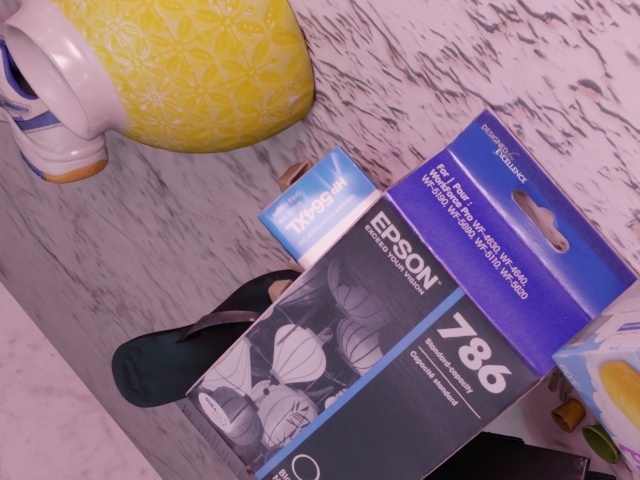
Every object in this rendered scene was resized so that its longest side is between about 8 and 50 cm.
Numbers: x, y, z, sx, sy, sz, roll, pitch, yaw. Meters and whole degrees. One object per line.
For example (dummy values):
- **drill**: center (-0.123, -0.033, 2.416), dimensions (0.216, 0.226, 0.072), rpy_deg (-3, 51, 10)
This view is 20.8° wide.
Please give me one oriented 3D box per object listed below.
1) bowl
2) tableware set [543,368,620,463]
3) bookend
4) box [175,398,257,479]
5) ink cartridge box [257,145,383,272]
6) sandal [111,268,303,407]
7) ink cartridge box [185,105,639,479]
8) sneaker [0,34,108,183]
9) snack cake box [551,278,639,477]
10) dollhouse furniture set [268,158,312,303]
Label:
- **bowl**: center (-0.157, -0.170, 1.384), dimensions (0.289, 0.156, 0.289), rpy_deg (46, 162, 19)
- **tableware set**: center (0.193, 0.110, 1.291), dimensions (0.104, 0.024, 0.154), rpy_deg (44, 161, 22)
- **bookend**: center (0.173, 0.197, 1.373), dimensions (0.157, 0.072, 0.156), rpy_deg (8, 175, 39)
- **box**: center (-0.036, 0.198, 1.875), dimensions (0.231, 0.127, 0.262), rpy_deg (49, 163, 8)
- **ink cartridge box**: center (0.055, 0.037, 1.332), dimensions (0.203, 0.086, 0.148), rpy_deg (49, 179, 8)
- **sandal**: center (-0.098, 0.107, 1.705), dimensions (0.097, 0.254, 0.054), rpy_deg (64, -155, 0)
- **ink cartridge box**: center (0.054, 0.073, 1.207), dimensions (0.165, 0.065, 0.333), rpy_deg (49, 127, 8)
- **sneaker**: center (-0.325, -0.186, 1.909), dimensions (0.296, 0.112, 0.131), rpy_deg (36, 140, 36)
- **snack cake box**: center (0.273, 0.144, 1.049), dimensions (0.264, 0.089, 0.152), rpy_deg (53, 162, -6)
- **dollhouse furniture set**: center (0.000, 0.000, 1.483), dimensions (0.081, 0.091, 0.114), rpy_deg (18, 143, 34)
